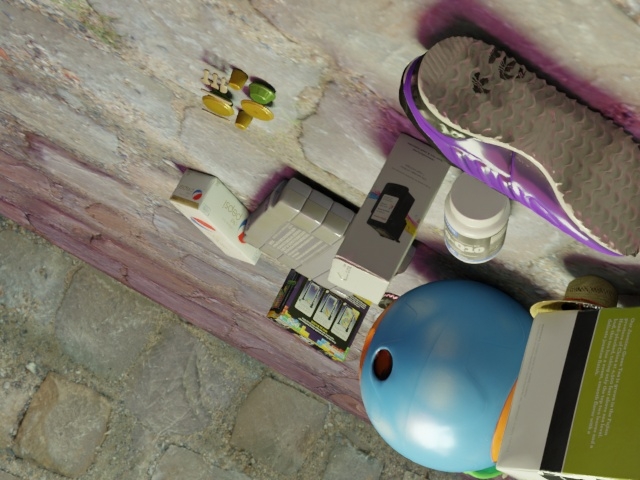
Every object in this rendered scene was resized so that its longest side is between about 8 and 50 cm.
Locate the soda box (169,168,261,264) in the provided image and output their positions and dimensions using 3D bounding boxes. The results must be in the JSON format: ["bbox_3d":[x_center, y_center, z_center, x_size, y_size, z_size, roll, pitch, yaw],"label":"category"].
[{"bbox_3d":[-0.176,-0.040,1.890,0.074,0.069,0.216,18,161,34],"label":"soda box"}]

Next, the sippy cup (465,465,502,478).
[{"bbox_3d":[0.253,0.267,1.888,0.224,0.240,0.305,28,160,45],"label":"sippy cup"}]

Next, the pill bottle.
[{"bbox_3d":[0.186,-0.029,1.267,0.078,0.078,0.137,24,164,14],"label":"pill bottle"}]

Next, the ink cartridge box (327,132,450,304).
[{"bbox_3d":[0.083,-0.022,1.284,0.072,0.175,0.127,27,165,4],"label":"ink cartridge box"}]

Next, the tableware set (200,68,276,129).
[{"bbox_3d":[-0.106,-0.184,1.387,0.104,0.024,0.154,25,164,0],"label":"tableware set"}]

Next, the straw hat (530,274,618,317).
[{"bbox_3d":[0.349,0.079,1.371,0.144,0.061,0.144,16,161,6],"label":"straw hat"}]

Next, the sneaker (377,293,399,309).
[{"bbox_3d":[0.147,0.136,1.925,0.119,0.057,0.047,18,164,38],"label":"sneaker"}]

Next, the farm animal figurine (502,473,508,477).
[{"bbox_3d":[0.384,0.406,2.169,0.327,0.172,0.330,39,162,-35],"label":"farm animal figurine"}]

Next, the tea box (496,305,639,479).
[{"bbox_3d":[0.456,0.240,1.286,0.329,0.220,0.323,29,160,-29],"label":"tea box"}]

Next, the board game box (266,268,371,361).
[{"bbox_3d":[0.002,0.123,1.970,0.170,0.141,0.048,37,160,-28],"label":"board game box"}]

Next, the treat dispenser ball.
[{"bbox_3d":[0.202,0.201,1.591,0.288,0.288,0.288,26,165,8],"label":"treat dispenser ball"}]

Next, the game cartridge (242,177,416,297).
[{"bbox_3d":[0.000,0.000,1.737,0.230,0.068,0.355,34,165,-6],"label":"game cartridge"}]

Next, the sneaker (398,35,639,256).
[{"bbox_3d":[0.197,-0.089,1.040,0.293,0.102,0.146,37,167,-13],"label":"sneaker"}]
